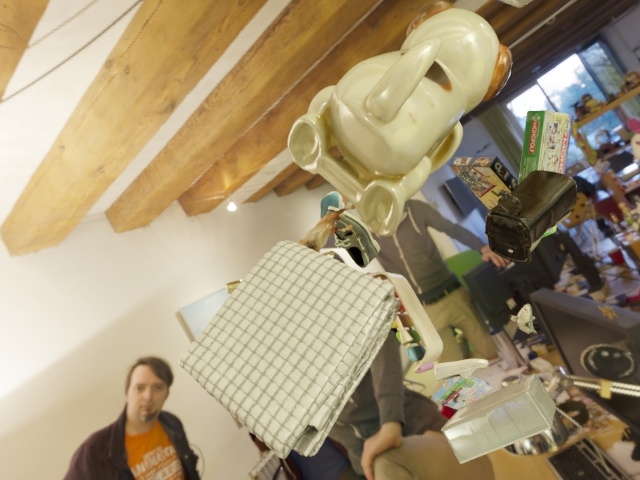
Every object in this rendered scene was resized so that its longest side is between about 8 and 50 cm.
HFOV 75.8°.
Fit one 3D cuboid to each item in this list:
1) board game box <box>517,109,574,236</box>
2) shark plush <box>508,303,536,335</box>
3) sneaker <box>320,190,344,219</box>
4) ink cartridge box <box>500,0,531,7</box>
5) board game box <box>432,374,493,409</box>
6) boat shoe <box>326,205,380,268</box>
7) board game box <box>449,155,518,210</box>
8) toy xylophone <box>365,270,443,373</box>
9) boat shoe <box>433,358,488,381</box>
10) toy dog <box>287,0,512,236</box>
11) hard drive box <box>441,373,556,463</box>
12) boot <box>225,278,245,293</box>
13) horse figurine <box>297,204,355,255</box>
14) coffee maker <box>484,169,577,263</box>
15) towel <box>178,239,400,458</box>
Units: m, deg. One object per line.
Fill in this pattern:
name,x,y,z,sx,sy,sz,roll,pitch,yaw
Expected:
board game box,0.573,-0.164,1.060,0.213,0.318,0.046,-12,19,-42
shark plush,0.721,0.284,1.407,0.067,0.161,0.073,-49,23,-8
sneaker,0.056,-0.150,1.763,0.092,0.087,0.229,-46,-11,-23
ink cartridge box,0.386,-0.598,0.836,0.139,0.191,0.082,-5,-1,-31
board game box,0.580,0.616,1.672,0.160,0.211,0.039,-53,31,16
boat shoe,0.104,-0.004,1.387,0.099,0.116,0.319,-59,-39,-11
board game box,0.530,-0.167,1.258,0.042,0.243,0.165,-56,26,-6
toy xylophone,0.224,0.207,1.152,0.081,0.323,0.236,-38,-36,24
boat shoe,0.488,0.452,1.422,0.184,0.063,0.066,-10,-33,12
toy dog,0.170,-0.286,0.792,0.408,0.284,0.395,-45,-18,-22
hard drive box,0.441,0.435,1.014,0.232,0.089,0.181,-39,-22,26
boot,-0.154,0.185,1.096,0.213,0.165,0.077,6,-3,-36
horse figurine,0.000,0.000,1.076,0.263,0.066,0.174,-54,21,-23
coffee maker,0.438,-0.066,0.844,0.178,0.120,0.171,-39,-29,-21
towel,-0.039,0.159,0.651,0.284,0.235,0.121,-53,-31,-21
